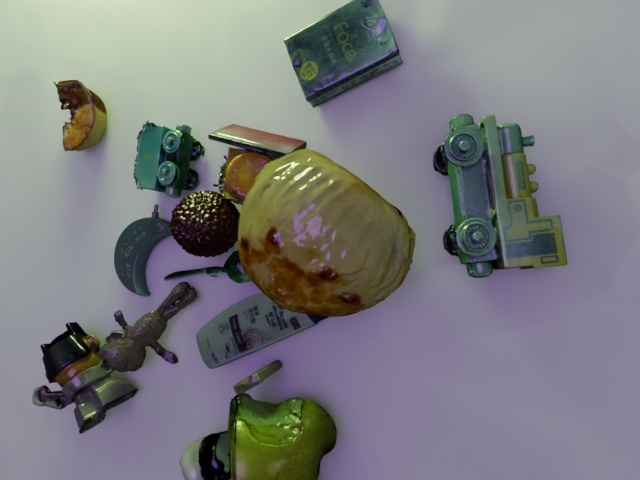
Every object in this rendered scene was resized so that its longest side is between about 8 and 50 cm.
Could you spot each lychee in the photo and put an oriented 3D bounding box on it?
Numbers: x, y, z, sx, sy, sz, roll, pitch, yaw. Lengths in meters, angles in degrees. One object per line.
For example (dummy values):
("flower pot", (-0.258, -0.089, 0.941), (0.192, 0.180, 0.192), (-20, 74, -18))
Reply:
("lychee", (-0.300, -0.036, 1.186), (0.188, 0.188, 0.188), (-1, 86, 17))

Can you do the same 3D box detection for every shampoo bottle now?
("shampoo bottle", (-0.151, 0.205, 1.183), (0.359, 0.078, 0.134), (-26, 77, 14))

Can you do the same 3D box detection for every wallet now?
("wallet", (-0.162, -0.262, 1.201), (0.232, 0.119, 0.025), (18, 123, 18))

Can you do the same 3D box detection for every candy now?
("candy", (-0.300, 0.083, 1.248), (0.323, 0.097, 0.097), (-9, 84, 25))

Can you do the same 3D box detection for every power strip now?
("power strip", (-0.502, 0.020, 1.316), (0.167, 0.054, 0.253), (29, 96, 16))
("power strip", (-0.153, 0.335, 1.126), (0.076, 0.169, 0.028), (-31, 81, 14))

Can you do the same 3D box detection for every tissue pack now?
("tissue pack", (0.055, -0.479, 1.162), (0.257, 0.081, 0.185), (-23, 80, 16))

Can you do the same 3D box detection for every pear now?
("pear", (-0.083, 0.465, 1.043), (0.255, 0.238, 0.164), (4, 109, -11))

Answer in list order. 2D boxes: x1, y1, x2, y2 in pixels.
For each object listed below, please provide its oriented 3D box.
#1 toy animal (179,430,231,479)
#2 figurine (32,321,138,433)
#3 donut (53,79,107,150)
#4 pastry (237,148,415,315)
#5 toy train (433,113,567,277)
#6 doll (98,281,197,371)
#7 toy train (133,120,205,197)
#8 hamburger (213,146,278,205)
("toy animal", (-0.258, 0.558, 1.163), (0.179, 0.166, 0.138), (-34, 54, 24))
("figurine", (-0.671, 0.370, 1.298), (0.308, 0.143, 0.308), (5, 67, -12))
("donut", (-0.714, -0.375, 1.391), (0.141, 0.085, 0.217), (-6, 86, 16))
("pastry", (0.000, 0.000, 0.999), (0.388, 0.388, 0.312), (40, 98, 16))
("toy train", (0.383, -0.107, 1.009), (0.237, 0.150, 0.369), (-6, 85, 8))
("doll", (-0.471, 0.233, 1.251), (0.091, 0.203, 0.286), (40, 112, 55))
("toy train", (-0.426, -0.224, 1.282), (0.163, 0.112, 0.203), (8, 88, 24))
("hamburger", (-0.174, -0.158, 1.196), (0.189, 0.093, 0.164), (17, 78, 3))
